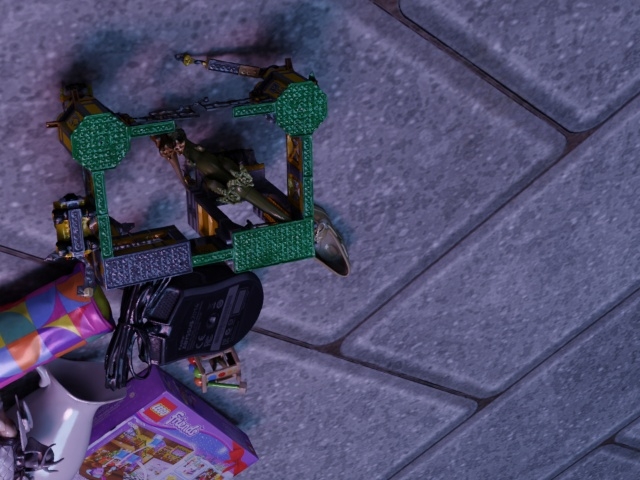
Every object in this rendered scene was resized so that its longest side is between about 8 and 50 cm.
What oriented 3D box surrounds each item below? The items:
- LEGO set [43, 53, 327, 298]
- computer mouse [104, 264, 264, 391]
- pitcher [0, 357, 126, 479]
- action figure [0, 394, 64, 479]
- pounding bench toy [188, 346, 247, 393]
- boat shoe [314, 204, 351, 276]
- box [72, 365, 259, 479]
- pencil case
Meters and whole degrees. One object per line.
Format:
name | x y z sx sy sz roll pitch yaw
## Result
LEGO set | -0.155 -0.082 1.439 0.331 0.192 0.255 -19 117 -18
computer mouse | -0.175 0.082 1.656 0.272 0.072 0.188 -3 117 -57
pitcher | -0.382 0.241 1.741 0.177 0.125 0.207 25 114 -25
action figure | -0.465 0.279 1.637 0.285 0.099 0.185 1 107 -10
pounding bench toy | -0.146 0.187 1.844 0.065 0.083 0.052 -18 146 -15
boat shoe | -0.001 0.001 1.723 0.056 0.048 0.153 -31 147 6
box | -0.244 0.313 1.946 0.201 0.057 0.293 -35 142 5
pencil case | -0.367 0.115 1.584 0.236 0.104 0.104 -25 147 0
